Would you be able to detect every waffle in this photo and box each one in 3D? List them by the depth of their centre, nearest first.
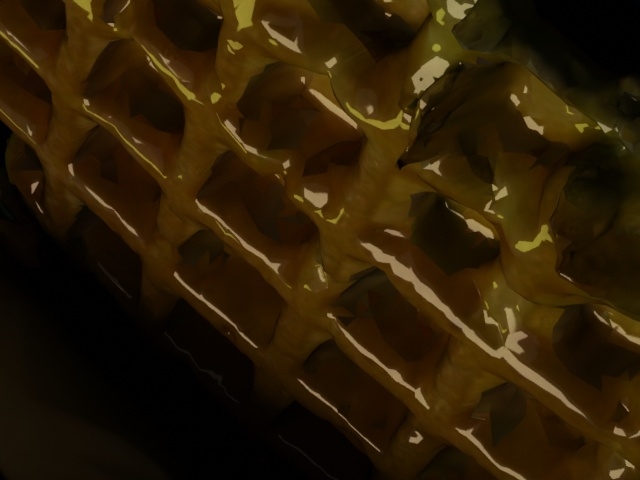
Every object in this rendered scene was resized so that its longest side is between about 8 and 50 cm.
[{"bbox_3d":[0.000,0.000,0.590,0.302,0.068,0.325,11,138,45],"label":"waffle"}]

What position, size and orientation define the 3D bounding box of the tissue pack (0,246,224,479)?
[{"bbox_3d":[-0.108,0.154,0.733,0.375,0.195,0.390,45,173,25],"label":"tissue pack"}]
